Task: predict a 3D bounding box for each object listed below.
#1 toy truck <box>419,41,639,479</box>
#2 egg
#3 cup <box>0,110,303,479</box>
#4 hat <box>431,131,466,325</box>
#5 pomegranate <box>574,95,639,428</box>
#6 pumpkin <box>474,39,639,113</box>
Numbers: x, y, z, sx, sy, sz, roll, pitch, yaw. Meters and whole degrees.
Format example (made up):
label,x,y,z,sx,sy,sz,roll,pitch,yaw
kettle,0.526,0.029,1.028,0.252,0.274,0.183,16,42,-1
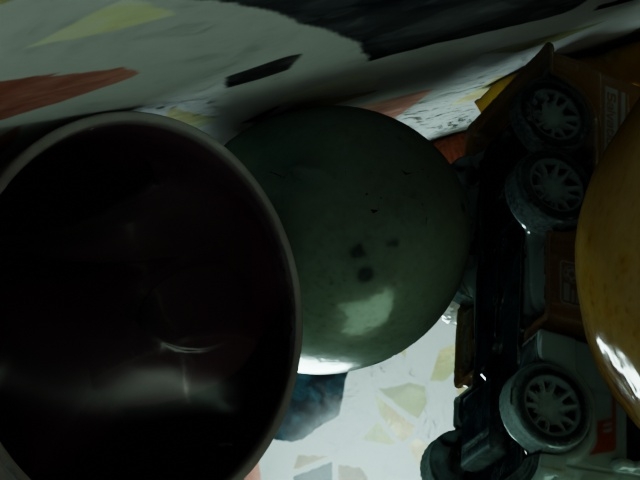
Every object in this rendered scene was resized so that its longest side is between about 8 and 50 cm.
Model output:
label,x,y,z,sx,sy,sz,roll,pitch,yaw
toy truck,0.166,0.044,1.144,0.162,0.305,0.136,15,149,-17
egg,0.000,0.000,1.134,0.169,0.169,0.236,-14,-179,-28
cup,-0.163,0.092,1.039,0.208,0.288,0.273,4,168,-35
hat,0.119,-0.008,1.572,0.093,0.162,0.112,-12,172,-11
pomegranate,0.342,0.020,0.951,0.416,0.417,0.416,-16,176,-1
pumpkin,0.236,-0.088,1.329,0.290,0.095,0.258,-17,165,19
